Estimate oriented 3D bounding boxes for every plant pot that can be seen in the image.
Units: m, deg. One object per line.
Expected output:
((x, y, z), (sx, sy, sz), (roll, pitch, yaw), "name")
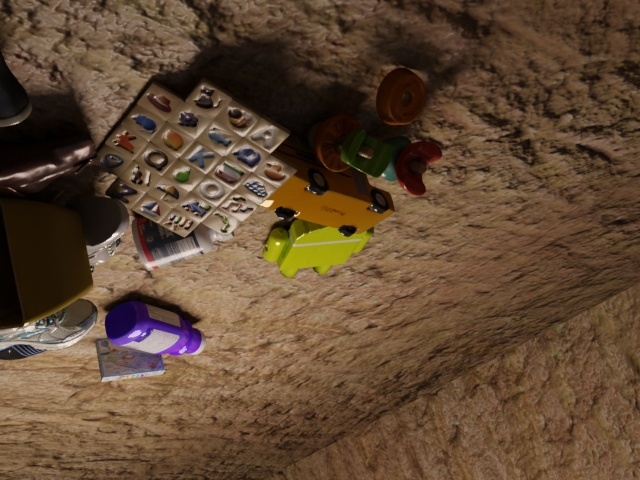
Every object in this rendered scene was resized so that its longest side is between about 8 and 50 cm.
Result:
((-0.524, 0.036, 1.583), (0.212, 0.212, 0.187), (-10, -178, 35), "plant pot")

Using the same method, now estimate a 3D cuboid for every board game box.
((-0.473, 0.290, 2.249), (0.154, 0.103, 0.026), (-3, 151, -25), "board game box")

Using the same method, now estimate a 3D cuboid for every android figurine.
((0.000, 0.000, 2.013), (0.248, 0.056, 0.273), (-6, 152, -20), "android figurine")

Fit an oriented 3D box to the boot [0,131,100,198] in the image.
((-0.463, -0.139, 1.419), (0.206, 0.090, 0.248), (-21, 170, -8), "boot")

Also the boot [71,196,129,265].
((-0.418, -0.014, 1.701), (0.258, 0.095, 0.123), (-16, 166, 35), "boot")

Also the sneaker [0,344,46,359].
((-0.646, 0.218, 2.045), (0.232, 0.081, 0.090), (-8, 156, -2), "sneaker")

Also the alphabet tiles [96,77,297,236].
((-0.218, -0.131, 1.553), (0.285, 0.011, 0.342), (30, 133, -24), "alphabet tiles")

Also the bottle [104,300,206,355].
((-0.385, 0.219, 2.175), (0.118, 0.092, 0.283), (-27, 152, 22), "bottle")

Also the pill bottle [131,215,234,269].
((-0.266, -0.018, 1.765), (0.180, 0.108, 0.108), (-18, 154, 1), "pill bottle")

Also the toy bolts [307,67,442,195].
((0.105, -0.200, 1.655), (0.228, 0.158, 0.218), (29, 89, -43), "toy bolts")

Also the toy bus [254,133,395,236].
((-0.006, -0.106, 1.716), (0.108, 0.130, 0.332), (-36, 148, 32), "toy bus")

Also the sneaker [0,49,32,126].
((-0.532, -0.217, 1.277), (0.222, 0.083, 0.118), (-9, 134, 2), "sneaker")

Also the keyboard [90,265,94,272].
((-0.560, 0.083, 1.870), (0.192, 0.038, 0.100), (-13, 154, -6), "keyboard")

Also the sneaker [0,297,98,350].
((-0.617, 0.168, 1.926), (0.283, 0.110, 0.122), (-9, 149, -16), "sneaker")
